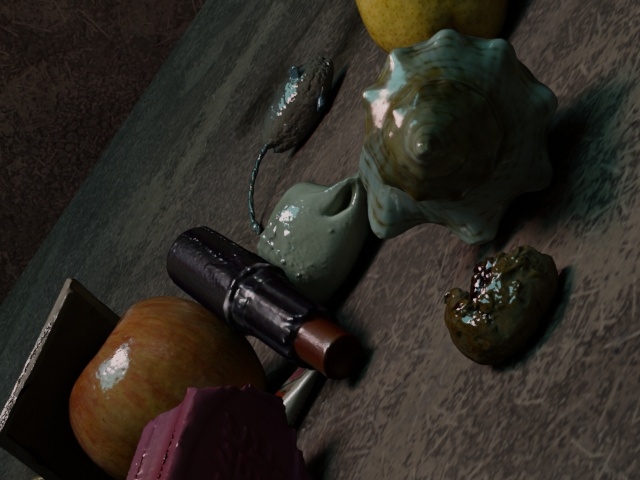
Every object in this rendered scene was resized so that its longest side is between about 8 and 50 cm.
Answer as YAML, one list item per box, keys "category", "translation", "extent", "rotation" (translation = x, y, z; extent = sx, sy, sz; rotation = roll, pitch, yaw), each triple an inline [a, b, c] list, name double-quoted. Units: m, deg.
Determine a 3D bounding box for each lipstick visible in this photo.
- category: "lipstick"
  translation: [-0.058, 0.064, 1.902]
  extent: [0.299, 0.081, 0.081]
  rotation: [31, 90, 51]

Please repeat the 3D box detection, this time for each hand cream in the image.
- category: "hand cream"
  translation: [-0.063, 0.209, 1.898]
  extent: [0.234, 0.050, 0.080]
  rotation: [-56, 8, -8]

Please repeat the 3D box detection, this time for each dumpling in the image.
- category: "dumpling"
  translation: [-0.011, -0.006, 2.004]
  extent: [0.219, 0.108, 0.153]
  rotation: [-53, 16, 16]

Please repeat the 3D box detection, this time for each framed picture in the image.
- category: "framed picture"
  translation: [-0.237, 0.198, 2.088]
  extent: [0.019, 0.281, 0.209]
  rotation: [3, 57, 37]

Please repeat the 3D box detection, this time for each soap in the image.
- category: "soap"
  translation: [-0.098, 0.245, 1.700]
  extent: [0.099, 0.162, 0.250]
  rotation: [-46, 21, 41]

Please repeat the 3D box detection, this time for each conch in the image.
- category: "conch"
  translation: [0.122, -0.078, 1.658]
  extent: [0.203, 0.170, 0.386]
  rotation: [-33, -15, 11]

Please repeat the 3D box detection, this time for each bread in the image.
- category: "bread"
  translation: [0.139, 0.054, 1.495]
  extent: [0.113, 0.060, 0.082]
  rotation: [-43, 20, 44]

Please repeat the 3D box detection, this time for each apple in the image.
- category: "apple"
  translation: [-0.160, 0.167, 1.989]
  extent: [0.211, 0.188, 0.211]
  rotation: [-58, 4, 7]

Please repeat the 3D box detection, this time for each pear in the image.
- category: "pear"
  translation: [0.119, -0.263, 1.976]
  extent: [0.178, 0.178, 0.178]
  rotation: [-53, 16, 23]

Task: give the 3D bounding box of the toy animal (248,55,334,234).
- category: "toy animal"
  translation: [-0.054, -0.132, 2.467]
  extent: [0.253, 0.070, 0.079]
  rotation: [-64, -1, -4]

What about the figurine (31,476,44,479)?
- category: "figurine"
  translation: [-0.327, 0.424, 2.213]
  extent: [0.194, 0.133, 0.274]
  rotation: [-15, 63, 25]
